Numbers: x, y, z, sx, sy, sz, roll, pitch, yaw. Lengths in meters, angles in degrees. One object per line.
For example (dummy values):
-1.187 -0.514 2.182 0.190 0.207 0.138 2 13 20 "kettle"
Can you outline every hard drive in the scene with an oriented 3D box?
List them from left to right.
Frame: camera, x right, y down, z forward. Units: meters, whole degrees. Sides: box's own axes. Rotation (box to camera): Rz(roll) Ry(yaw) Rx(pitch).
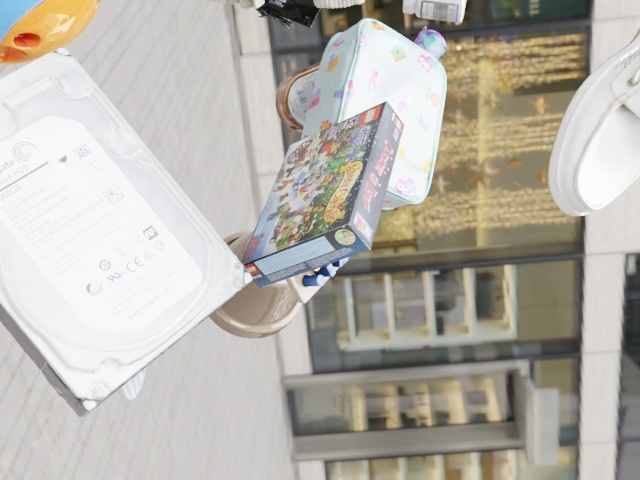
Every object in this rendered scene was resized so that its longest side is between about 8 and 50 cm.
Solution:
-0.265 -0.017 0.926 0.339 0.237 0.064 51 -30 0 "hard drive"

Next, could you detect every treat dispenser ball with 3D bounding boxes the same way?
-0.451 -0.396 1.236 0.288 0.288 0.288 -5 90 -86 "treat dispenser ball"

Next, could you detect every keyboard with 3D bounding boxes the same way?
-0.097 -0.524 1.888 0.100 0.192 0.038 -56 -154 37 "keyboard"

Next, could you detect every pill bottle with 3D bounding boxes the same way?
0.261 -0.545 1.986 0.078 0.137 0.078 11 90 -80 "pill bottle"

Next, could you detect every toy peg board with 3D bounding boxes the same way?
0.000 0.000 1.514 0.161 0.079 0.160 -45 118 -36 "toy peg board"

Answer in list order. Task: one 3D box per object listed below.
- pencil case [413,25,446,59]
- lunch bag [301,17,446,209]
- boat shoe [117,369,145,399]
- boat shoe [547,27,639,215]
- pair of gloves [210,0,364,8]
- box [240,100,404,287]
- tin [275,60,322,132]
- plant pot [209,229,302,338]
0.190 -0.367 1.784 0.070 0.151 0.064 46 -19 -7 "pencil case"
0.093 -0.191 1.395 0.108 0.224 0.279 -9 -117 52 "lunch bag"
-0.390 0.205 1.652 0.083 0.076 0.226 -48 147 -48 "boat shoe"
0.317 -0.135 0.798 0.098 0.277 0.096 41 -8 -33 "boat shoe"
-0.057 -0.400 1.162 0.042 0.240 0.204 -87 178 -47 "pair of gloves"
0.006 -0.058 1.041 0.044 0.159 0.233 49 38 -27 "box"
0.012 -0.255 1.504 0.040 0.190 0.106 16 -50 60 "tin"
-0.132 0.074 2.019 0.229 0.263 0.262 134 -42 -58 "plant pot"
